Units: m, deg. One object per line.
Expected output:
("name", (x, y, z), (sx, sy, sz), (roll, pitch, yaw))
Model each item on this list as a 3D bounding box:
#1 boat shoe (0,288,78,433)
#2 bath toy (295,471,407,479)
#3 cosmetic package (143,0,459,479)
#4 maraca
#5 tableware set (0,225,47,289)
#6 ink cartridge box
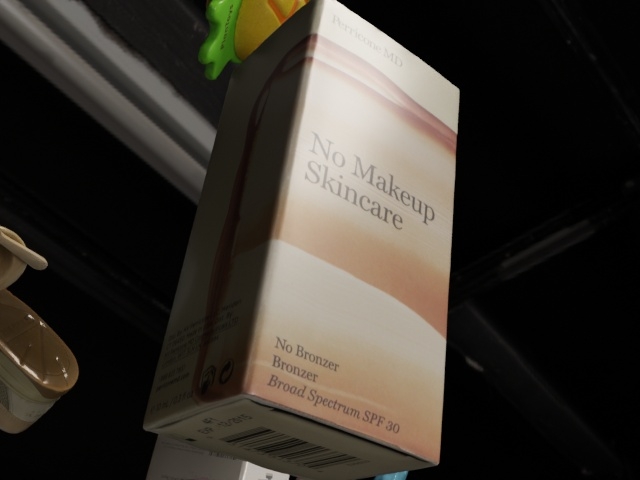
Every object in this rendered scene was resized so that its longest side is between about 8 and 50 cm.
("boat shoe", (-0.377, 0.062, 0.760), (0.098, 0.109, 0.302), (-43, -90, 16))
("bath toy", (-0.050, 0.281, 1.061), (0.348, 0.129, 0.151), (26, -50, 9))
("cosmetic package", (0.000, 0.000, 0.532), (0.153, 0.296, 0.129), (25, -34, -29))
("maraca", (-0.061, -0.217, 0.698), (0.099, 0.186, 0.127), (24, -51, 10))
("tableware set", (-0.251, 0.007, 0.421), (0.168, 0.020, 0.141), (-33, -41, 1))
("ink cartridge box", (-0.098, 0.236, 0.670), (0.115, 0.198, 0.067), (-2, -24, 37))
